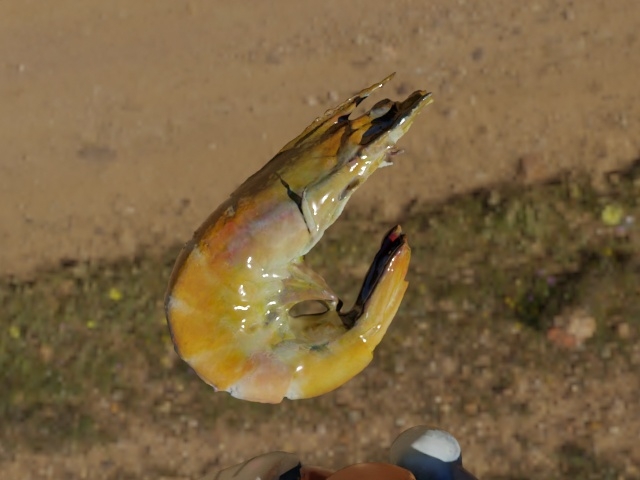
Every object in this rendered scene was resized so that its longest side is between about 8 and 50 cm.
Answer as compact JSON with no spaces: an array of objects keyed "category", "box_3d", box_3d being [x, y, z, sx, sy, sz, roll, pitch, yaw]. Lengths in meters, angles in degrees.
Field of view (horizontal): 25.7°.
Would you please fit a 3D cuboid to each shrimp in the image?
[{"category":"shrimp","box_3d":[0.000,0.000,0.945,0.150,0.249,0.068,34,-178,-12]}]

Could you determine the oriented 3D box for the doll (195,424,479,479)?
[{"category":"doll","box_3d":[0.031,0.163,0.536,0.256,0.215,0.161,-5,130,11]}]
